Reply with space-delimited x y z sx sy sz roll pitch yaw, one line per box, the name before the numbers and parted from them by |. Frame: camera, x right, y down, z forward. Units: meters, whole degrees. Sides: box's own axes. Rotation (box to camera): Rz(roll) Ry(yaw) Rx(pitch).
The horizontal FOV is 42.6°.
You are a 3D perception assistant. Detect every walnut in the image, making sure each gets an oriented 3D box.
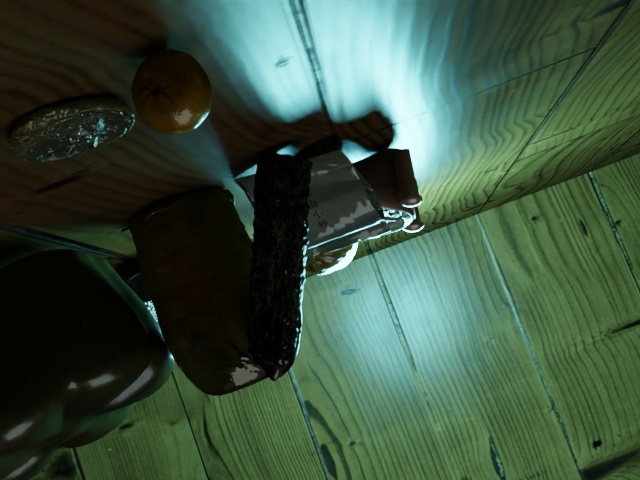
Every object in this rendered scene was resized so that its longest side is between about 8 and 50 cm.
walnut | 0.000 0.000 1.916 0.167 0.167 0.207 -24 173 23

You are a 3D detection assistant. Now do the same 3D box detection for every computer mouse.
computer mouse | -0.376 0.085 1.843 0.147 0.088 0.264 -21 170 -12

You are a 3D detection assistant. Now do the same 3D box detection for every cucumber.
cucumber | -0.071 0.045 1.306 0.096 0.359 0.096 4 178 0

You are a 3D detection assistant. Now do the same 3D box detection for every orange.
orange | -0.146 -0.143 0.800 0.083 0.083 0.070 -25 -177 29

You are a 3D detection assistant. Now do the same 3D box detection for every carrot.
carrot | -0.185 0.093 1.435 0.224 0.340 0.224 -23 176 -2

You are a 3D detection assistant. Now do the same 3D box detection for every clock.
clock | 0.074 -0.088 1.622 0.241 0.142 0.227 -12 163 6

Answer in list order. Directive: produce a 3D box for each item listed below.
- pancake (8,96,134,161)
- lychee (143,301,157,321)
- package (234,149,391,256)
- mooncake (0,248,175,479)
pancake | -0.269 -0.118 0.890 0.140 0.022 0.139 -21 172 -3
lychee | -0.491 0.204 2.026 0.194 0.194 0.194 -20 172 -3
package | -0.010 -0.065 1.462 0.204 0.062 0.251 -17 139 16
mooncake | -0.490 0.234 1.396 0.467 0.262 0.467 -37 168 -9
